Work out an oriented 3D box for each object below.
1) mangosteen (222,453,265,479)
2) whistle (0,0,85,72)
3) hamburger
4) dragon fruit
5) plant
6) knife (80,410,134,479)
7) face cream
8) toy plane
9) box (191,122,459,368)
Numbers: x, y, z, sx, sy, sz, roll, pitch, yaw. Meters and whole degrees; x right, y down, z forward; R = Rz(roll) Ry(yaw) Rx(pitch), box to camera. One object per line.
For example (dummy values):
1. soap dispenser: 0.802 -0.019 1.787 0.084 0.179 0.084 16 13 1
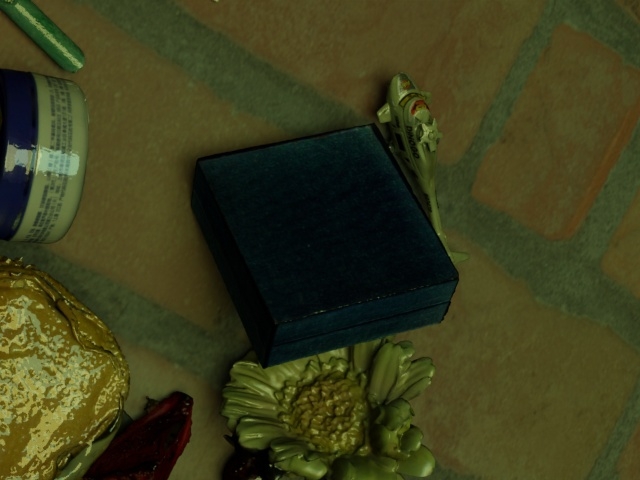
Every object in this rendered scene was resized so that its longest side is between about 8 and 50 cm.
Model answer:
1. mangosteen: -0.092 0.326 1.768 0.081 0.081 0.081 -2 94 -22
2. whistle: -0.371 -0.283 1.635 0.186 0.039 0.039 45 77 -19
3. hamburger: -0.390 0.183 1.596 0.319 0.158 0.318 -1 94 -21
4. dragon fruit: -0.226 0.257 1.677 0.092 0.122 0.192 26 45 7
5. plant: -0.004 0.245 1.725 0.261 0.297 0.305 -3 57 -17
6. knife: -0.336 0.320 1.703 0.245 0.019 0.072 -44 109 -15
7. face cream: -0.350 -0.099 1.566 0.111 0.206 0.206 5 92 -26
8. toy plane: 0.145 -0.100 1.826 0.092 0.108 0.286 -22 114 -20
9. box: 0.000 0.000 1.686 0.261 0.116 0.279 -13 56 -20
